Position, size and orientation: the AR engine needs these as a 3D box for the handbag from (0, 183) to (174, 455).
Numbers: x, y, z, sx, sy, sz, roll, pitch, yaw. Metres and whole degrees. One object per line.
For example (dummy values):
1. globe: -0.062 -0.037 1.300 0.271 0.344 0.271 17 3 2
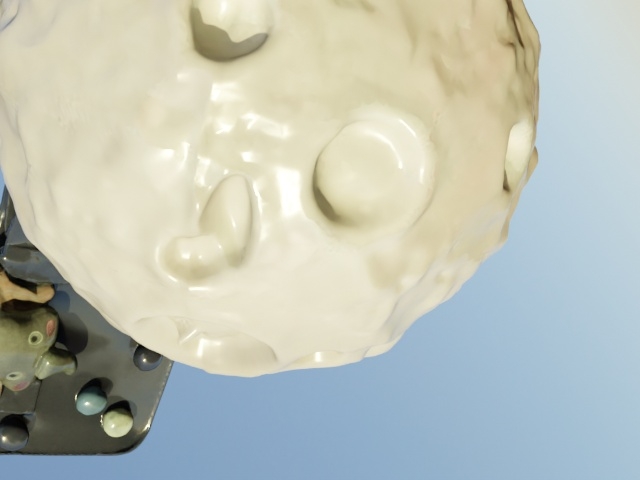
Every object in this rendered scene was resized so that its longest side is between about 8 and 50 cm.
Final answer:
1. handbag: -0.277 0.096 1.011 0.269 0.326 0.118 4 -153 -36

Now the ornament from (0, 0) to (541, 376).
1. ornament: -0.036 -0.076 0.572 0.337 0.337 0.337 41 -151 -30
